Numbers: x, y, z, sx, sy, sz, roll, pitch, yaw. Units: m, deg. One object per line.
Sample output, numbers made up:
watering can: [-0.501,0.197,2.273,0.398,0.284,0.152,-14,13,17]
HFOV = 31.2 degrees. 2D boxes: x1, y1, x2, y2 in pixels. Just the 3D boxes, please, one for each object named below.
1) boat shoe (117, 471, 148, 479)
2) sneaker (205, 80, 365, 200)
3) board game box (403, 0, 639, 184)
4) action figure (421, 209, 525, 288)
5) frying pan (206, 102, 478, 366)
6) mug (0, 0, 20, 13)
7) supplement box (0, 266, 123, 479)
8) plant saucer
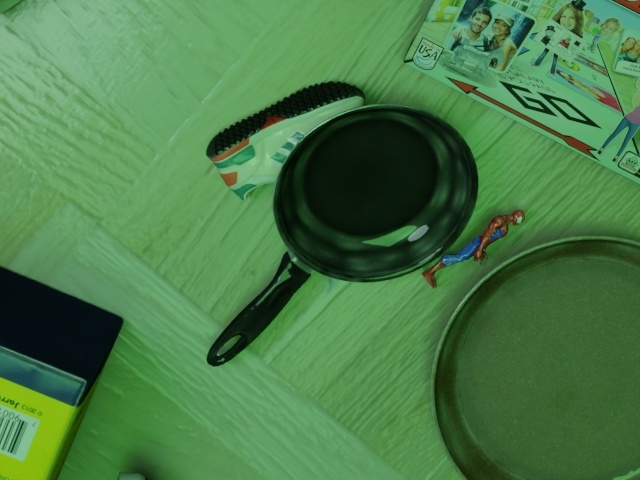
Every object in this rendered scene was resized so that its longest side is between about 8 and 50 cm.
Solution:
boat shoe: [-0.163,0.375,1.177,0.104,0.113,0.307,-1,106,-6]
sneaker: [-0.025,-0.093,1.105,0.161,0.057,0.075,-25,119,3]
board game box: [0.260,-0.180,1.027,0.317,0.046,0.214,27,129,-1]
action figure: [0.154,0.007,1.130,0.115,0.038,0.030,-40,78,10]
frying pan: [0.028,0.005,1.118,0.197,0.053,0.326,14,121,-18]
mug: [-0.338,-0.285,1.029,0.150,0.113,0.169,-38,97,6]
supplement box: [-0.356,0.220,1.097,0.195,0.194,0.357,23,102,-5]
plant saucer: [0.263,0.142,1.155,0.310,0.050,0.311,0,102,-1]
